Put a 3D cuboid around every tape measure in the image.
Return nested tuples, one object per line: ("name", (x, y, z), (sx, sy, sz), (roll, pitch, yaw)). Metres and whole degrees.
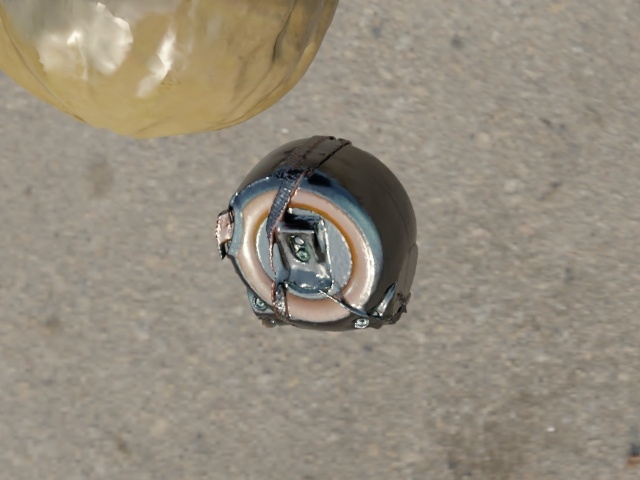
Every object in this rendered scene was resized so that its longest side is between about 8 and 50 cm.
("tape measure", (0.000, 0.000, 1.591), (0.202, 0.135, 0.223), (0, 122, 26))

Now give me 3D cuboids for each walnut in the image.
("walnut", (-0.140, -0.273, 1.290), (0.384, 0.383, 0.383), (-5, 82, 38))
